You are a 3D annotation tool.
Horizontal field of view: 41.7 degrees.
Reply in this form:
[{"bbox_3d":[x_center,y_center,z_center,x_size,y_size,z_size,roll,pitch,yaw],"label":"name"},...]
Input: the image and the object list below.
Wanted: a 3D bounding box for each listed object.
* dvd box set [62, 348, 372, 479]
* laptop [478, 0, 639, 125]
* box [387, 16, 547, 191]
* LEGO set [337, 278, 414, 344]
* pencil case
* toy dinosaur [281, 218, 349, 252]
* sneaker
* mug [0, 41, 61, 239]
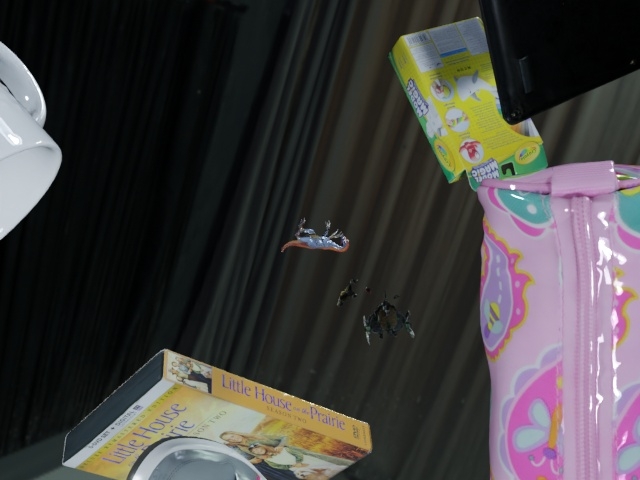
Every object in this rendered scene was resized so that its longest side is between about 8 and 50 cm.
[{"bbox_3d":[-0.167,0.340,1.409,0.420,0.307,0.062,28,37,-32],"label":"dvd box set"},{"bbox_3d":[0.244,-0.374,0.787,0.408,0.382,0.236,-25,25,-14],"label":"laptop"},{"bbox_3d":[0.155,-0.137,0.874,0.105,0.043,0.179,-19,76,-23],"label":"box"},{"bbox_3d":[0.055,0.070,0.821,0.083,0.054,0.023,51,-10,-2],"label":"LEGO set"},{"bbox_3d":[0.147,0.101,0.446,0.124,0.284,0.124,-1,2,0],"label":"pencil case"},{"bbox_3d":[0.000,0.000,1.301,0.082,0.090,0.047,36,29,-16],"label":"toy dinosaur"},{"bbox_3d":[-0.034,0.287,0.770,0.178,0.124,0.295,10,-26,44],"label":"sneaker"},{"bbox_3d":[-0.490,-0.153,0.993,0.328,0.276,0.374,47,37,0],"label":"mug"}]
